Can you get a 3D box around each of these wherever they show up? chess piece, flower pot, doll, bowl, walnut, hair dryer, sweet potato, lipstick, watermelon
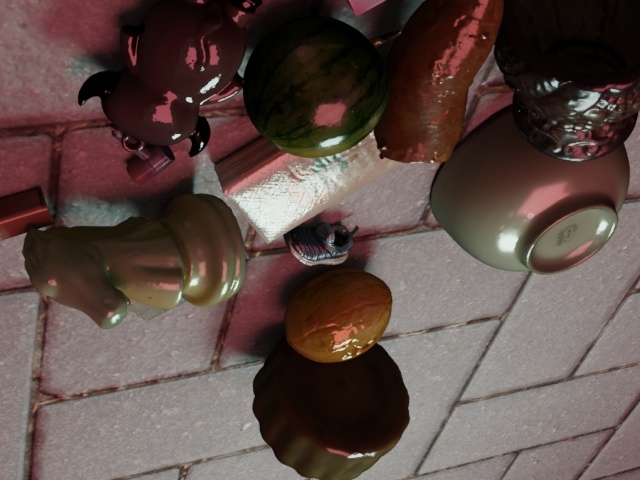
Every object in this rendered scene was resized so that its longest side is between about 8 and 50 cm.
[{"bbox_3d":[-0.266,0.034,1.578,0.298,0.175,0.175,-13,145,-38],"label":"chess piece"},{"bbox_3d":[0.378,-0.258,1.603,0.267,0.266,0.267,-23,156,-5],"label":"flower pot"},{"bbox_3d":[-0.183,-0.218,1.390,0.182,0.117,0.257,24,121,-23],"label":"doll"},{"bbox_3d":[0.385,-0.065,1.898,0.354,0.185,0.353,-18,144,-13],"label":"bowl"},{"bbox_3d":[0.033,0.130,1.957,0.207,0.159,0.159,-23,146,-17],"label":"walnut"},{"bbox_3d":[-0.261,-0.127,1.539,0.063,0.037,0.114,-35,137,14],"label":"hair dryer"},{"bbox_3d":[0.160,-0.255,1.476,0.131,0.131,0.336,-7,134,-25],"label":"sweet potato"},{"bbox_3d":[-0.448,-0.026,1.534,0.145,0.045,0.045,-18,146,-12],"label":"lipstick"},{"bbox_3d":[0.002,-0.210,1.467,0.215,0.188,0.188,-44,146,-9],"label":"watermelon"}]

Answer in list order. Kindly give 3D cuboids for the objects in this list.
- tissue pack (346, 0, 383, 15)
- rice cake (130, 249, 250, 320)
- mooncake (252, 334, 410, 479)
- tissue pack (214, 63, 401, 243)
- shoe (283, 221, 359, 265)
[{"bbox_3d":[0.112,-0.403,1.362,0.246,0.092,0.148,-29,145,4],"label":"tissue pack"},{"bbox_3d":[-0.225,0.050,1.783,0.211,0.038,0.124,-33,144,9],"label":"rice cake"},{"bbox_3d":[0.014,0.298,2.053,0.290,0.290,0.161,-1,145,-32],"label":"mooncake"},{"bbox_3d":[0.018,-0.132,1.673,0.325,0.071,0.170,-30,142,5],"label":"tissue pack"},{"bbox_3d":[0.000,0.000,1.842,0.143,0.064,0.071,5,135,-41],"label":"shoe"}]
